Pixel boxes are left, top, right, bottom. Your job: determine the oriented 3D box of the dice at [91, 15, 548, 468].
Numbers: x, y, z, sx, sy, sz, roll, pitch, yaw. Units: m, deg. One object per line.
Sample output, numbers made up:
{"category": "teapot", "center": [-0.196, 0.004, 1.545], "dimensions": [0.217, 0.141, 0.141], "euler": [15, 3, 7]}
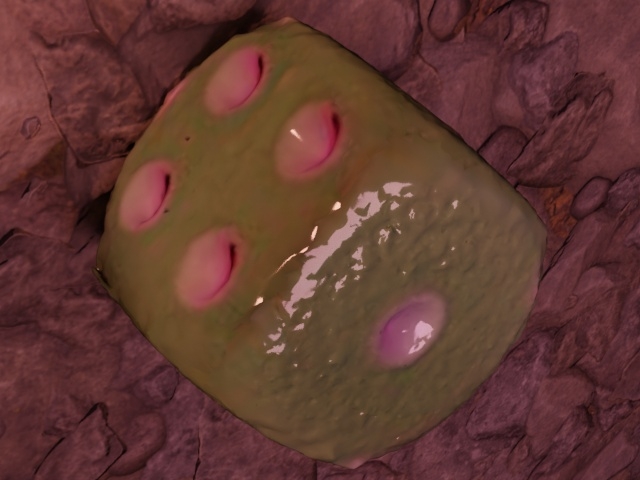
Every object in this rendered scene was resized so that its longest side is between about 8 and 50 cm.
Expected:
{"category": "dice", "center": [0.000, 0.000, 1.023], "dimensions": [0.322, 0.330, 0.318], "euler": [-51, 134, 4]}
